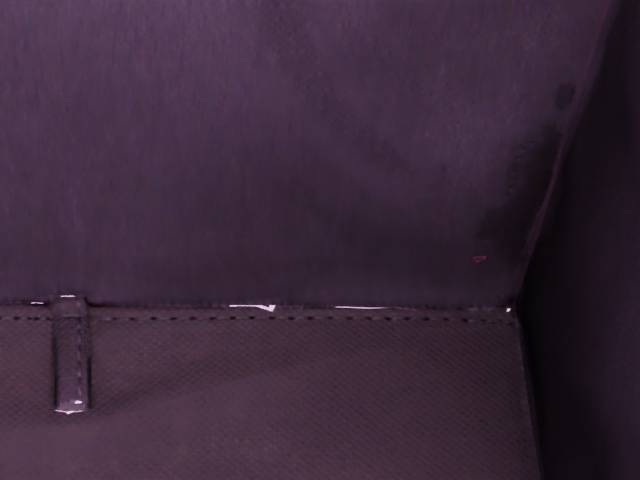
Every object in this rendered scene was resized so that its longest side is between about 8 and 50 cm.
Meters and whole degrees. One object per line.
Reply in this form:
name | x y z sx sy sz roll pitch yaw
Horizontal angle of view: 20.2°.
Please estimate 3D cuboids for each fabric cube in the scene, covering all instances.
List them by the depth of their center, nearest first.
fabric cube | -0.048 0.038 0.283 0.258 0.254 0.259 101 -13 -51
